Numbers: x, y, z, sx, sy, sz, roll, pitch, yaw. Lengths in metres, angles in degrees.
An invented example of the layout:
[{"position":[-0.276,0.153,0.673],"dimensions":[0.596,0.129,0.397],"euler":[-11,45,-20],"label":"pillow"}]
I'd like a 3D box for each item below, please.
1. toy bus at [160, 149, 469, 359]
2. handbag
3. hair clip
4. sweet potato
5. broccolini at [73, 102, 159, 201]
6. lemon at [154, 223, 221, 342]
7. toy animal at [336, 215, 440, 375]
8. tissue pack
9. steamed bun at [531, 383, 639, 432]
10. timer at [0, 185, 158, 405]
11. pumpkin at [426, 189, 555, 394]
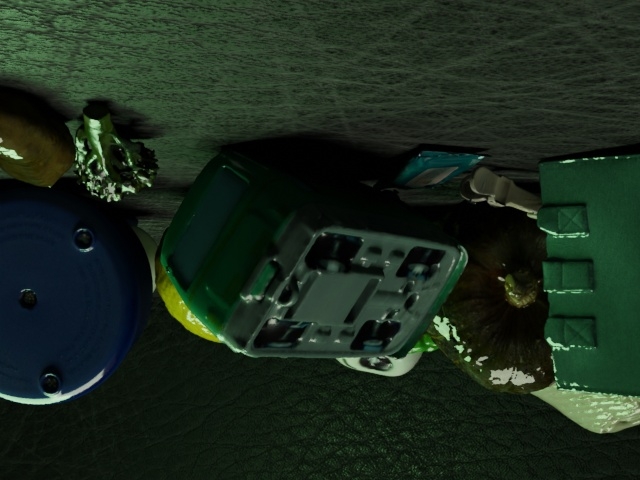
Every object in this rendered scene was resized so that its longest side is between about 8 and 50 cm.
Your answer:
[{"position":[-0.011,0.017,1.488],"dimensions":[0.199,0.184,0.343],"euler":[40,-164,30],"label":"toy bus"},{"position":[0.363,0.032,1.408],"dimensions":[0.100,0.269,0.274],"euler":[-6,179,-41],"label":"handbag"},{"position":[0.266,-0.036,1.553],"dimensions":[0.226,0.034,0.072],"euler":[18,171,-13],"label":"hair clip"},{"position":[-0.273,-0.093,1.178],"dimensions":[0.081,0.062,0.233],"euler":[0,171,10],"label":"sweet potato"},{"position":[-0.206,-0.079,1.266],"dimensions":[0.091,0.068,0.202],"euler":[14,174,5],"label":"broccolini"},{"position":[-0.111,0.037,1.714],"dimensions":[0.192,0.192,0.231],"euler":[5,-179,-38],"label":"lemon"},{"position":[0.123,0.081,1.888],"dimensions":[0.266,0.213,0.212],"euler":[-25,-179,-16],"label":"toy animal"},{"position":[0.117,-0.079,1.450],"dimensions":[0.085,0.028,0.138],"euler":[-1,170,-23],"label":"tissue pack"},{"position":[0.436,0.107,2.020],"dimensions":[0.367,0.255,0.342],"euler":[43,143,-25],"label":"steamed bun"},{"position":[-0.321,0.052,1.792],"dimensions":[0.270,0.270,0.383],"euler":[-1,-175,10],"label":"timer"},{"position":[0.240,0.058,1.675],"dimensions":[0.260,0.260,0.189],"euler":[0,175,-3],"label":"pumpkin"}]
